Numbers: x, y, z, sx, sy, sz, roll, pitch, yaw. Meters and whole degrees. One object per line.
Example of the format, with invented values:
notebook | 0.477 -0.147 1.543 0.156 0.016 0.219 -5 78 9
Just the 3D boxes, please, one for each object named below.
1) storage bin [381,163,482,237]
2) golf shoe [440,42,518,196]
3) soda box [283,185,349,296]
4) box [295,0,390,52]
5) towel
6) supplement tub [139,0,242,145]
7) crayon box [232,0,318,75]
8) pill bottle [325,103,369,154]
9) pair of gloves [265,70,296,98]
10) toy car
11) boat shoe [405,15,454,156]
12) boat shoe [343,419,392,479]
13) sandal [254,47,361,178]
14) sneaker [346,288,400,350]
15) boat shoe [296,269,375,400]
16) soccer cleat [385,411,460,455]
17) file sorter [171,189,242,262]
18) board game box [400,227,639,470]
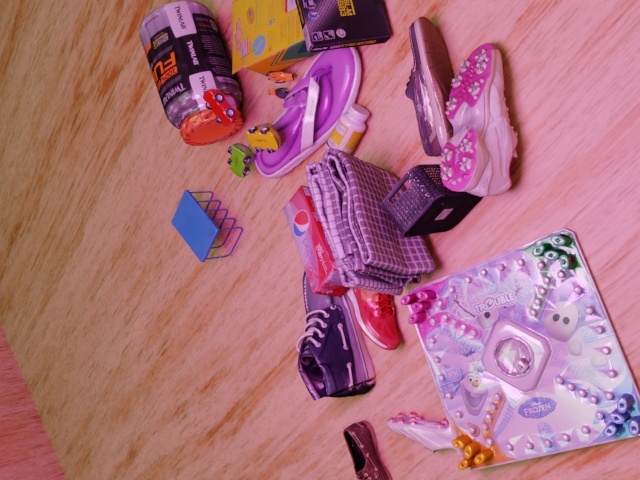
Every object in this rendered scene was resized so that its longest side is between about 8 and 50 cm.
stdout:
storage bin | 0.224 -0.081 1.450 0.084 0.180 0.122 55 128 22
golf shoe | 0.317 -0.225 1.406 0.115 0.140 0.306 -10 66 61
soda box | 0.000 0.000 1.693 0.092 0.083 0.263 -50 45 34
box | 0.041 -0.510 1.577 0.045 0.184 0.190 142 116 -75
towel | 0.105 -0.036 1.507 0.121 0.235 0.283 -31 64 28
supplement tub | -0.332 -0.434 1.918 0.207 0.207 0.338 -32 73 41
crayon box | -0.085 -0.523 1.734 0.319 0.081 0.202 -10 76 44
pill bottle | 0.064 -0.250 1.662 0.065 0.065 0.116 49 125 28
pair of gloves | -0.097 -0.381 1.796 0.074 0.010 0.083 9 142 14
toy car | -0.190 -0.247 1.802 0.239 0.053 0.225 36 146 16
boat shoe | 0.218 -0.308 1.487 0.092 0.103 0.285 -15 91 39
boat shoe | 0.107 0.530 1.712 0.073 0.073 0.207 -32 75 40
sandal | -0.046 -0.294 1.734 0.416 0.102 0.169 -51 62 34
sneaker | 0.133 0.127 1.629 0.128 0.087 0.221 -49 64 37
boat shoe | 0.005 0.209 1.708 0.127 0.158 0.340 -35 72 40
soccer cleat | 0.226 0.423 1.592 0.196 0.068 0.076 -3 96 41
file sorter | -0.310 -0.044 2.014 0.170 0.104 0.118 49 125 29
board game box | 0.371 0.225 1.411 0.390 0.050 0.389 -27 77 36
